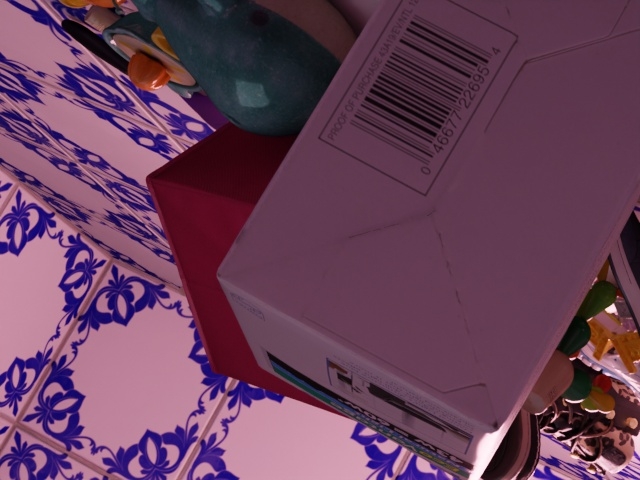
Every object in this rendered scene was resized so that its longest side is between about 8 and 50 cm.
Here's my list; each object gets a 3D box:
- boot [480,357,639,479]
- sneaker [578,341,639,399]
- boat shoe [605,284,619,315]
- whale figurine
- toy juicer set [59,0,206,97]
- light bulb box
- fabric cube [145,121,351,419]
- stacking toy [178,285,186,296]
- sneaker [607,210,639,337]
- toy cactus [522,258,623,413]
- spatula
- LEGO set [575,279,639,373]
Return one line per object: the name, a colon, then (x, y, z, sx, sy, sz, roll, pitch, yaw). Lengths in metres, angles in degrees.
boot: (0.327, 0.249, 2.251, 0.284, 0.138, 0.377, 29, -158, -20)
sneaker: (0.422, 0.162, 2.095, 0.191, 0.071, 0.083, 26, 163, 15)
boat shoe: (0.357, 0.074, 1.928, 0.046, 0.038, 0.125, -8, 160, 11)
whale figurine: (-0.094, -0.196, 1.569, 0.272, 0.141, 0.216, 25, 169, 19)
toy juicer set: (-0.225, -0.235, 1.855, 0.209, 0.089, 0.329, 28, 170, -2)
light bulb box: (0.117, -0.025, 1.244, 0.225, 0.358, 0.361, 29, 168, 9)
fabric cube: (0.023, 0.004, 1.633, 0.258, 0.254, 0.259, 13, 130, 44)
stacking toy: (0.000, 0.000, 1.914, 0.309, 0.279, 0.130, 27, -177, 6)
sneaker: (0.384, 0.038, 1.595, 0.226, 0.163, 0.086, 68, -164, 0)
toy cactus: (0.270, 0.120, 1.687, 0.112, 0.180, 0.219, 16, 134, 27)
spatula: (-0.221, -0.214, 2.047, 0.296, 0.030, 0.084, 30, -160, 18)
LEGO set: (0.353, 0.065, 1.791, 0.287, 0.107, 0.132, 14, 129, 52)
